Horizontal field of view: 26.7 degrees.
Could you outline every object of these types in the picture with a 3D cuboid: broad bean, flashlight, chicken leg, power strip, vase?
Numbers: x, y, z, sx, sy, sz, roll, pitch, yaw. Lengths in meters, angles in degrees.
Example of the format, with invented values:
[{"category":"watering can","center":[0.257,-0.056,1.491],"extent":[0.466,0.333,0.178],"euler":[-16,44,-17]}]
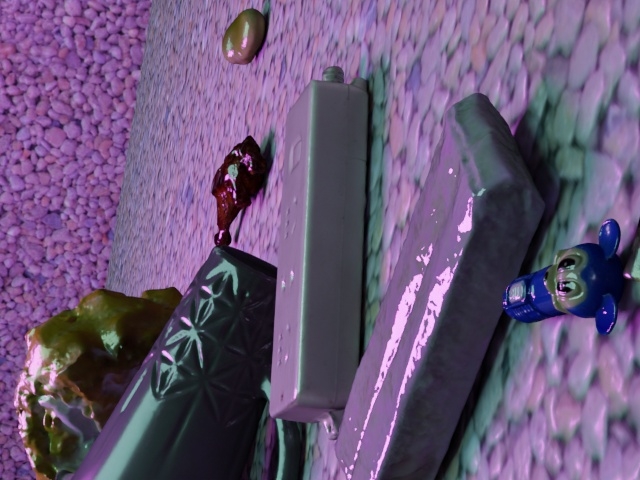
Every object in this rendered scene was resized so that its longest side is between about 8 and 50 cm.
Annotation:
[{"category":"broad bean","center":[-0.095,-0.259,1.710],"extent":[0.083,0.045,0.063],"euler":[128,146,-50]},{"category":"flashlight","center":[0.123,0.024,0.702],"extent":[0.121,0.035,0.057],"euler":[150,125,-72]},{"category":"chicken leg","center":[-0.105,-0.062,1.635],"extent":[0.219,0.048,0.090],"euler":[129,149,-65]},{"category":"power strip","center":[0.000,0.000,1.163],"extent":[0.098,0.058,0.338],"euler":[132,143,-68]},{"category":"vase","center":[-0.111,0.164,1.301],"extent":[0.251,0.156,0.301],"euler":[28,96,30]}]

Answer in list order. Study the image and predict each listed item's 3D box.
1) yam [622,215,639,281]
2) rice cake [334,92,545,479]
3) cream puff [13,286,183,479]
[{"category":"yam","center":[0.165,-0.042,0.596],"extent":[0.027,0.033,0.130],"euler":[-16,-60,-76]},{"category":"rice cake","center":[0.071,0.059,0.863],"extent":[0.106,0.050,0.298],"euler":[-101,23,-54]},{"category":"cream puff","center":[-0.206,0.172,1.477],"extent":[0.185,0.281,0.282],"euler":[-134,52,-63]}]
